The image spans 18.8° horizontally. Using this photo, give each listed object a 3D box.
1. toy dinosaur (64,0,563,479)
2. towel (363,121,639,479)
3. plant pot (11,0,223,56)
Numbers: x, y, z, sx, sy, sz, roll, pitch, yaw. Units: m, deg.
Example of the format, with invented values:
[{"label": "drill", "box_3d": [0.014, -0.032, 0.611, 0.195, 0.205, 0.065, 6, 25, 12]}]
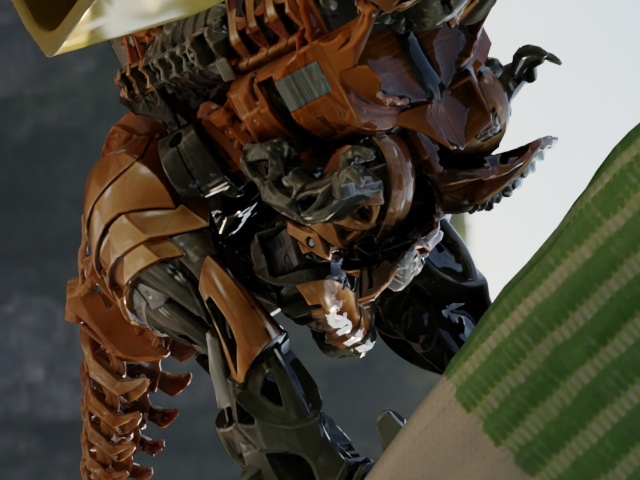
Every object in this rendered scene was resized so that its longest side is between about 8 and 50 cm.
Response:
[{"label": "toy dinosaur", "box_3d": [0.000, 0.000, 0.639, 0.218, 0.164, 0.322, 45, -26, 8]}, {"label": "towel", "box_3d": [0.094, 0.128, 0.330, 0.038, 0.248, 0.325, -20, 148, -57]}, {"label": "plant pot", "box_3d": [-0.029, -0.099, 0.432, 0.081, 0.083, 0.081, -45, -112, 40]}]
